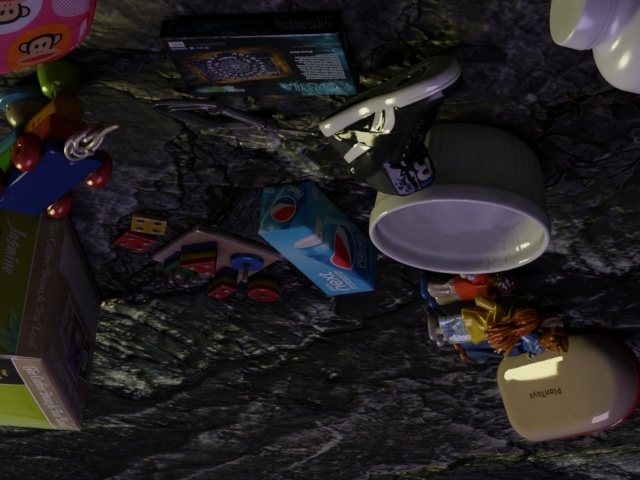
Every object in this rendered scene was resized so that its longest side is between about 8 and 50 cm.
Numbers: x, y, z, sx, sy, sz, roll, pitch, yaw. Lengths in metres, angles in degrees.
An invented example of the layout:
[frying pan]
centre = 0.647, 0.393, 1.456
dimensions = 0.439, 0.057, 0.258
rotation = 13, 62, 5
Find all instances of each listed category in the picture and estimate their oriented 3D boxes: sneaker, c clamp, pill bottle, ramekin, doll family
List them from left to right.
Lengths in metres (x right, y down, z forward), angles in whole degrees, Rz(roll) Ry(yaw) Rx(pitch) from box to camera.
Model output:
[c clamp]
centre = -0.102, -0.139, 1.594
dimensions = 0.137, 0.022, 0.161
rotation = 4, 175, 36
[sneaker]
centre = 0.101, -0.114, 1.519
dimensions = 0.121, 0.079, 0.217
rotation = 54, 148, -12
[ramekin]
centre = 0.163, -0.050, 1.665
dimensions = 0.207, 0.109, 0.207
rotation = 5, 156, 2
[doll family]
centre = 0.258, 0.129, 2.029
dimensions = 0.163, 0.118, 0.263
rotation = -9, 152, 29
[pill bottle]
centre = 0.342, -0.191, 1.272
dimensions = 0.264, 0.146, 0.146
rotation = 11, 155, -11

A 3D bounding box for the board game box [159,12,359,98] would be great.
[board game box]
centre = -0.060, -0.190, 1.499
dimensions = 0.186, 0.026, 0.126
rotation = 0, 157, 11

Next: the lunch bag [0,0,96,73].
[lunch bag]
centre = -0.326, -0.247, 1.206
dimensions = 0.293, 0.120, 0.258
rotation = -14, 151, -26

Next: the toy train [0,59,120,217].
[toy train]
centre = -0.274, -0.132, 1.547
dimensions = 0.105, 0.143, 0.248
rotation = 13, 151, -36

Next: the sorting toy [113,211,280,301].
[sorting toy]
centre = -0.154, 0.032, 1.988
dimensions = 0.274, 0.046, 0.132
rotation = 20, 152, -28

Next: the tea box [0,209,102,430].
[tea box]
centre = -0.497, 0.112, 2.023
dimensions = 0.323, 0.220, 0.329
rotation = 5, 156, 2

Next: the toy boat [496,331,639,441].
[toy boat]
centre = 0.396, 0.216, 2.211
dimensions = 0.231, 0.151, 0.151
rotation = -19, 176, 44

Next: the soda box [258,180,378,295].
[soda box]
centre = 0.000, 0.000, 1.860
dimensions = 0.071, 0.067, 0.210
rotation = -7, 154, 25
